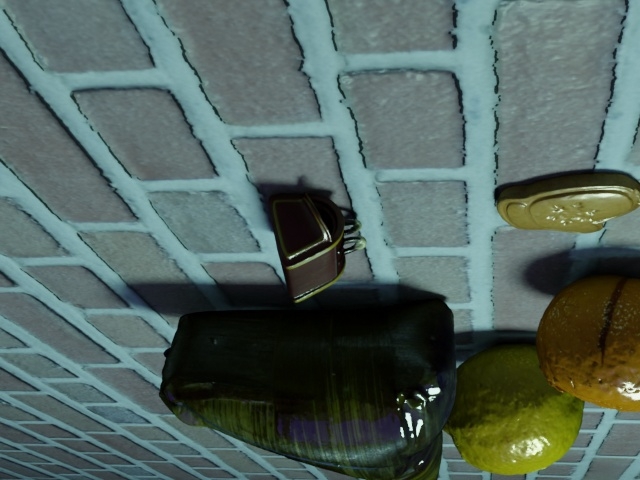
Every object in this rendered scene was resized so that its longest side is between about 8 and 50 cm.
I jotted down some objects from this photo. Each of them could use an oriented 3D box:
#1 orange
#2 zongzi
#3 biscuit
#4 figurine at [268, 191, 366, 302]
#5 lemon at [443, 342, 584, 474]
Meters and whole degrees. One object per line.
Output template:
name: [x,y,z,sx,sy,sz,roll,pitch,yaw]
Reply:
orange: [0.353,0.119,1.173,0.193,0.161,0.193,10,169,2]
zongzi: [-0.010,0.258,1.420,0.403,0.208,0.432,0,142,6]
biscuit: [0.254,-0.032,0.988,0.140,0.023,0.118,-12,153,32]
figurine: [0.000,-0.001,1.039,0.098,0.082,0.154,-10,158,-4]
lemon: [0.286,0.249,1.464,0.231,0.192,0.192,-21,151,21]
